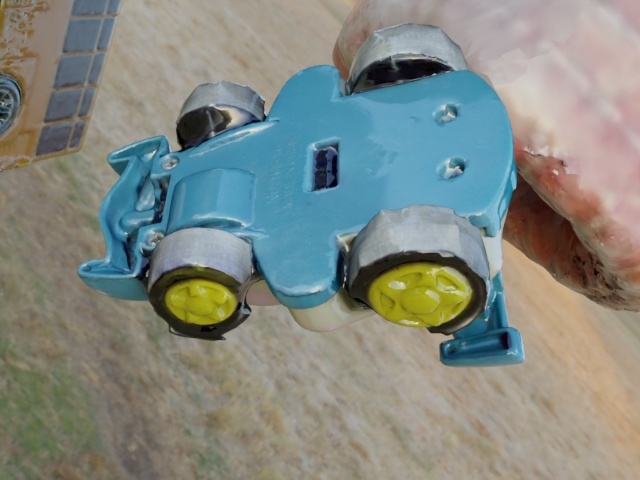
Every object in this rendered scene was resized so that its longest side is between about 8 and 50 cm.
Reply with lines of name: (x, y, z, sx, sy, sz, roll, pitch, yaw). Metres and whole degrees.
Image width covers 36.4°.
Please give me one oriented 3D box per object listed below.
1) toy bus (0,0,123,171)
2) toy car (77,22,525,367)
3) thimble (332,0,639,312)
toy bus: (-0.158, -0.142, 0.502, 0.098, 0.201, 0.114, 33, 28, 20)
toy car: (0.000, 0.000, 0.379, 0.126, 0.161, 0.098, -89, 161, -45)
thimble: (0.135, -0.083, 0.517, 0.239, 0.162, 0.239, 39, -2, 2)
